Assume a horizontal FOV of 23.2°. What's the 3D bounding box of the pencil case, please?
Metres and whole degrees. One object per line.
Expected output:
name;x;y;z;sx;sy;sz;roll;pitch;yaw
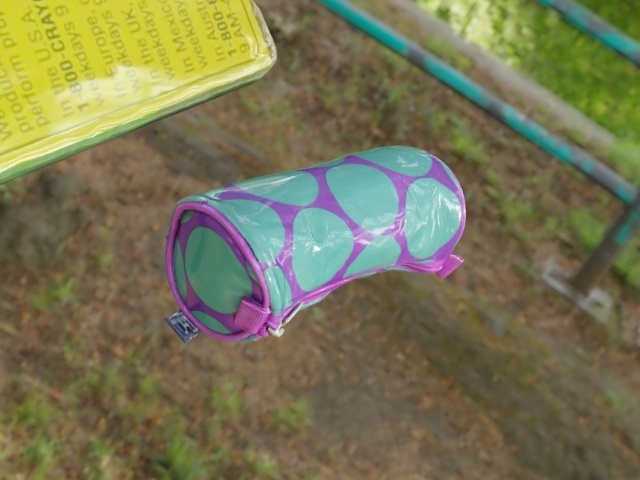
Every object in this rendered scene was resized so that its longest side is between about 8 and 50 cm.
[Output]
pencil case;0.000;0.000;0.697;0.152;0.064;0.070;-19;72;-47

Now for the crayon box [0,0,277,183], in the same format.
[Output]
crayon box;-0.156;-0.078;0.270;0.318;0.081;0.202;-29;99;-54
